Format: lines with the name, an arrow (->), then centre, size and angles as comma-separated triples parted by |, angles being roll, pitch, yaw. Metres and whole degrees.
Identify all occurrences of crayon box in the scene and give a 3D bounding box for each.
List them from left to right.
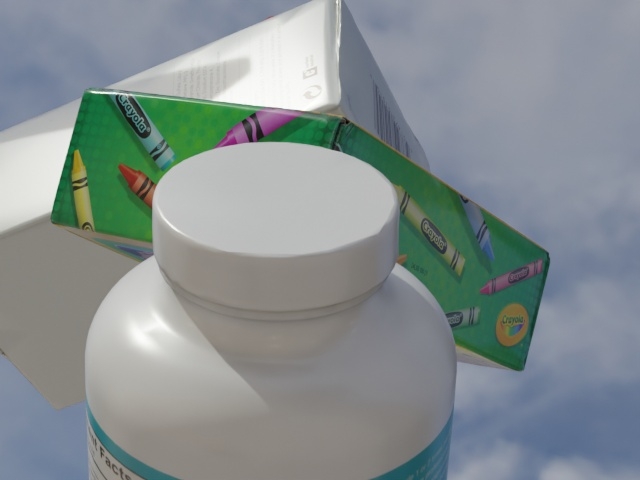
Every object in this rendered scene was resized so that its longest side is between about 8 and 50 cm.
crayon box -> 0.000, 0.000, 0.940 | 0.165, 0.081, 0.278 | 9, -10, 32

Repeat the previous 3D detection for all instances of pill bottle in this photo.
pill bottle -> -0.021, 0.097, 0.670 | 0.146, 0.146, 0.264 | 12, -59, 15

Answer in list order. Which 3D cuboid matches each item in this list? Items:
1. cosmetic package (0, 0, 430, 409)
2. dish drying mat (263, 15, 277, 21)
cosmetic package -> -0.114, -0.023, 1.393 | 0.385, 0.156, 0.217 | -18, -48, 16
dish drying mat -> -0.013, -0.201, 1.595 | 0.083, 0.032, 0.008 | 22, -67, 13
